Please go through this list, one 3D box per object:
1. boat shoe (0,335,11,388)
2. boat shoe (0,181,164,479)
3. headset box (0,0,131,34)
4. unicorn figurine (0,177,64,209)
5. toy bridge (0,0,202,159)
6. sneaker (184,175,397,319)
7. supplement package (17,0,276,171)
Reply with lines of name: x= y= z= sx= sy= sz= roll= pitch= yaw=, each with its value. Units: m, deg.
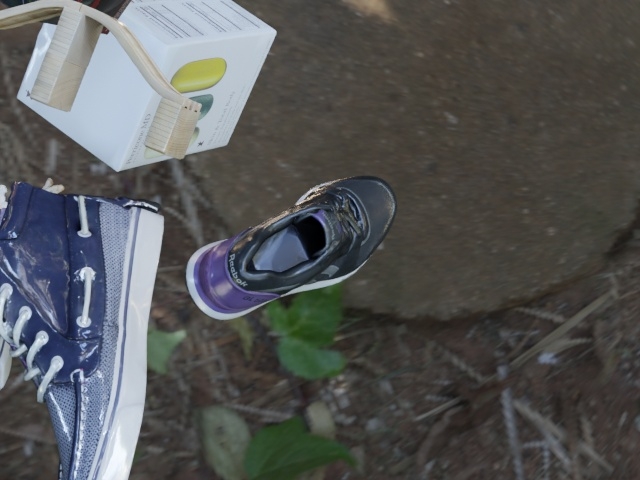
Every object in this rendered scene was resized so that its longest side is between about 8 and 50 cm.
boat shoe: x=-0.395 y=0.139 z=1.491 sx=0.109 sy=0.302 sz=0.094 roll=-1 pitch=121 yaw=8
boat shoe: x=-0.245 y=0.102 z=1.333 sx=0.158 sy=0.127 sz=0.341 roll=14 pitch=54 yaw=-17
headset box: x=-0.238 y=-0.339 z=1.533 sx=0.110 sy=0.293 sz=0.218 roll=38 pitch=99 yaw=4
unicorn figurine: x=-0.421 y=-0.042 z=2.092 sx=0.060 sy=0.111 sz=0.162 roll=20 pitch=138 yaw=37
toy bridge: x=-0.148 y=-0.108 z=0.855 sx=0.188 sy=0.026 sz=0.063 roll=24 pitch=94 yaw=27
sneaker: x=0.000 y=0.000 z=1.550 sx=0.124 sy=0.283 sz=0.107 roll=-26 pitch=93 yaw=53
supplement package: x=-0.238 y=-0.244 z=2.014 sx=0.198 sy=0.262 sz=0.199 roll=36 pitch=117 yaw=20
